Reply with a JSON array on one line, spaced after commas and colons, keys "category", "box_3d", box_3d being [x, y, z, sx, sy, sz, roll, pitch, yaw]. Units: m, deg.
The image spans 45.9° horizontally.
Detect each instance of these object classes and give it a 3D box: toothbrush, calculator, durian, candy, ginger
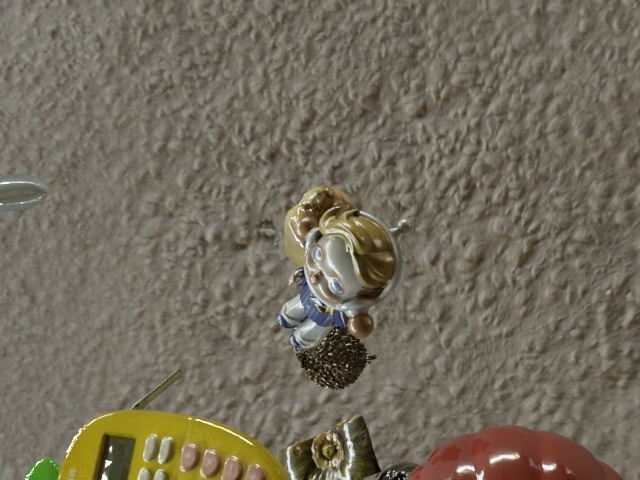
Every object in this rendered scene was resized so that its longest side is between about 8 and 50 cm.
[{"category": "toothbrush", "box_3d": [-0.397, 0.366, 1.728, 0.028, 0.294, 0.026, -9, 104, 21]}, {"category": "calculator", "box_3d": [-0.122, 0.193, 0.523, 0.235, 0.032, 0.146, -2, 68, 27]}, {"category": "durian", "box_3d": [0.041, 0.222, 1.539, 0.189, 0.091, 0.148, 14, 52, -28]}, {"category": "candy", "box_3d": [-0.629, -0.099, 1.548, 0.138, 0.174, 0.071, -8, 101, -19]}, {"category": "ginger", "box_3d": [0.000, 0.000, 1.338, 0.138, 0.267, 0.152, -37, 77, -20]}]

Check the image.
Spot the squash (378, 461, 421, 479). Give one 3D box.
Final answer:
[{"category": "squash", "box_3d": [0.198, 0.506, 1.458, 0.193, 0.193, 0.155, -3, 65, 11]}]

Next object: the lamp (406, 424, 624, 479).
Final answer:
[{"category": "lamp", "box_3d": [0.230, 0.366, 0.881, 0.304, 0.257, 0.302, 3, 105, 12]}]

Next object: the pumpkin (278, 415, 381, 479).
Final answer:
[{"category": "pumpkin", "box_3d": [0.047, 0.477, 1.661, 0.281, 0.190, 0.139, -29, 70, 30]}]

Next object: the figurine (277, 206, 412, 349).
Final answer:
[{"category": "figurine", "box_3d": [0.030, 0.072, 1.127, 0.194, 0.133, 0.274, 44, 133, 38]}]
